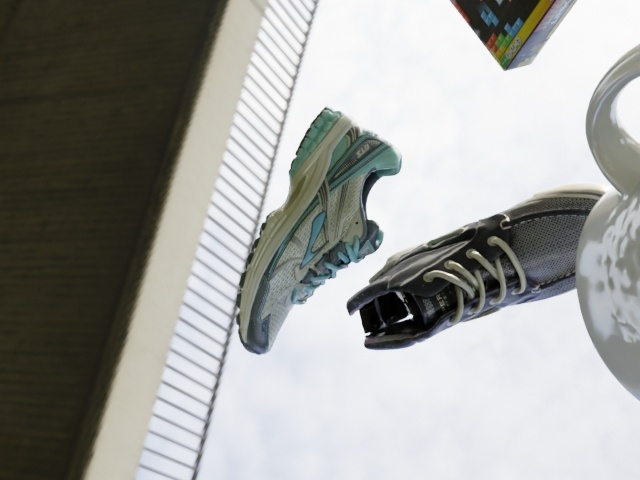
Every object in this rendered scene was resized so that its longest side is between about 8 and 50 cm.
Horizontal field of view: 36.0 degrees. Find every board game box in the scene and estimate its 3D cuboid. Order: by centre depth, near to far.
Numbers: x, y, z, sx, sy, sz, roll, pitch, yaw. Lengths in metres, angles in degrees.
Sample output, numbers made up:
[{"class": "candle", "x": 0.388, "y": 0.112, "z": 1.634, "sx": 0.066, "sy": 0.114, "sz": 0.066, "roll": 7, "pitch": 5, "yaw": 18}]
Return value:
[{"class": "board game box", "x": 0.203, "y": -0.283, "z": 1.008, "sx": 0.141, "sy": 0.048, "sz": 0.170, "roll": 56, "pitch": -36, "yaw": 20}]

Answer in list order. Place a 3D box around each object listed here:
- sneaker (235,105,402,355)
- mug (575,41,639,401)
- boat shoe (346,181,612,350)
[{"class": "sneaker", "x": 0.000, "y": 0.000, "z": 1.064, "sx": 0.122, "sy": 0.110, "sz": 0.283, "roll": 23, "pitch": -93, "yaw": 6}, {"class": "mug", "x": 0.391, "y": -0.026, "z": 0.851, "sx": 0.374, "sy": 0.328, "sz": 0.276, "roll": 44, "pitch": -114, "yaw": 0}, {"class": "boat shoe", "x": 0.187, "y": 0.044, "z": 1.119, "sx": 0.340, "sy": 0.158, "sz": 0.127, "roll": -24, "pitch": -83, "yaw": 37}]
